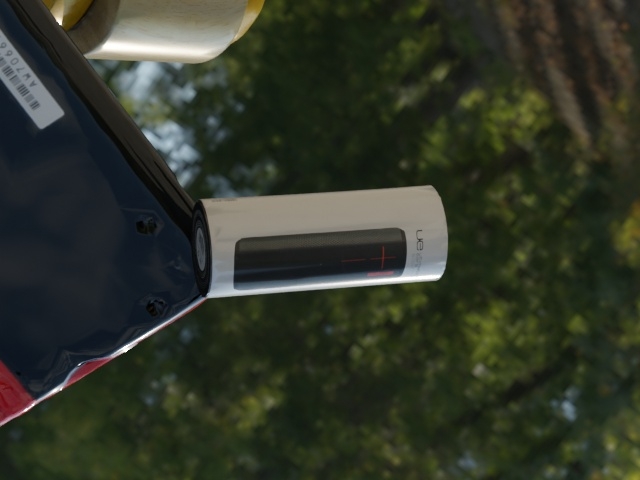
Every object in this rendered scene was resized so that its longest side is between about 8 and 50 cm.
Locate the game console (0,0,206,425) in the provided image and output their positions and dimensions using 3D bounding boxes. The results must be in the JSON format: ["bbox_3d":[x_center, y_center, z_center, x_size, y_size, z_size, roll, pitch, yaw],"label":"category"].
[{"bbox_3d":[-0.289,-0.042,0.998,0.386,0.342,0.060,53,-167,-19],"label":"game console"}]

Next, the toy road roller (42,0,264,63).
[{"bbox_3d":[-0.226,-0.229,1.397,0.202,0.240,0.329,-3,-130,-47],"label":"toy road roller"}]

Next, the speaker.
[{"bbox_3d":[0.000,0.000,0.967,0.136,0.055,0.055,-3,-157,-15],"label":"speaker"}]
